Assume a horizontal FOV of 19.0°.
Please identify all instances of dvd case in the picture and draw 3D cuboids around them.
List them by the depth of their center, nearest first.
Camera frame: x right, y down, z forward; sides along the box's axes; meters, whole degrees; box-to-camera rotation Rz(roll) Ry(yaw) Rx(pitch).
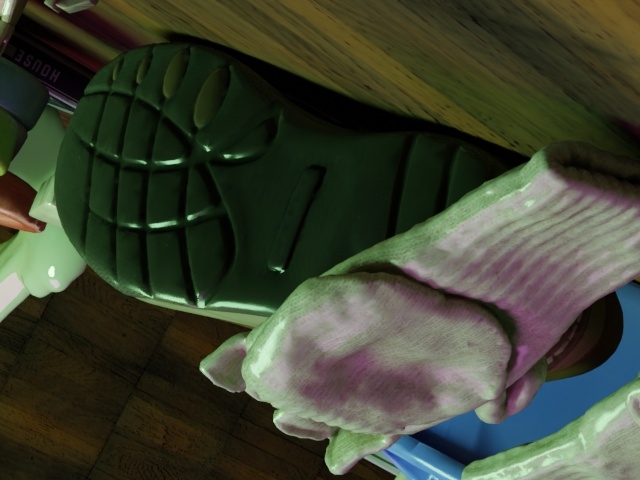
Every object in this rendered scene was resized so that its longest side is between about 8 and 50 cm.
[{"bbox_3d":[-0.261,-0.153,1.384,0.238,0.029,0.179,31,176,-27],"label":"dvd case"}]

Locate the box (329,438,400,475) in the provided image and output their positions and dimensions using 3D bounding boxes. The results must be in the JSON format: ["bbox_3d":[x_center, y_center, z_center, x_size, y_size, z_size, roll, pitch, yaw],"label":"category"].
[{"bbox_3d":[0.135,0.179,1.982,0.290,0.169,0.087,28,176,-17],"label":"box"}]

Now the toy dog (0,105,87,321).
[{"bbox_3d":[-0.402,-0.109,1.501,0.408,0.395,0.284,30,132,-30],"label":"toy dog"}]

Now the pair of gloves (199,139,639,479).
[{"bbox_3d":[0.092,0.055,0.712,0.240,0.042,0.204,27,139,-36],"label":"pair of gloves"}]

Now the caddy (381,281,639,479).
[{"bbox_3d":[0.174,0.137,1.003,0.341,0.179,0.241,25,176,37],"label":"caddy"}]

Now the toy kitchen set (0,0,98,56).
[{"bbox_3d":[-0.150,-0.101,0.902,0.068,0.075,0.083,27,-179,-1],"label":"toy kitchen set"}]

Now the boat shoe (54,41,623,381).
[{"bbox_3d":[0.000,0.000,0.877,0.120,0.122,0.324,26,179,-44],"label":"boat shoe"}]

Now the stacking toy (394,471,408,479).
[{"bbox_3d":[0.208,0.293,1.507,0.350,0.350,0.480,28,177,3],"label":"stacking toy"}]

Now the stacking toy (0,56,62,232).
[{"bbox_3d":[-0.238,-0.113,1.146,0.279,0.130,0.309,14,168,36],"label":"stacking toy"}]
